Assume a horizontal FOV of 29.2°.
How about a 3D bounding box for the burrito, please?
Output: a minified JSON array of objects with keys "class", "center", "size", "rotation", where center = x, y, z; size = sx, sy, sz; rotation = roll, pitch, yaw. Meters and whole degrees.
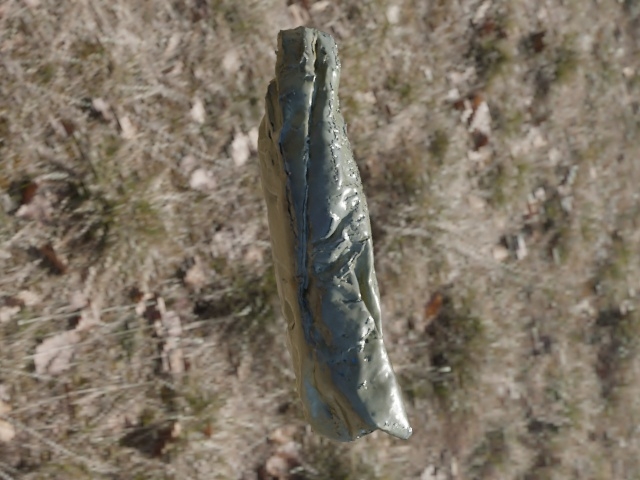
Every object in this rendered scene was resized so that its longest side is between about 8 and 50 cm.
[{"class":"burrito","center":[0.001,0.000,0.670],"size":[0.058,0.063,0.230],"rotation":[-12,92,-13]}]
